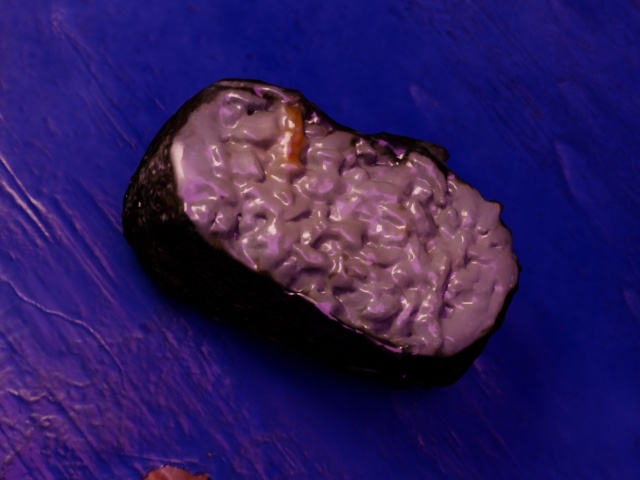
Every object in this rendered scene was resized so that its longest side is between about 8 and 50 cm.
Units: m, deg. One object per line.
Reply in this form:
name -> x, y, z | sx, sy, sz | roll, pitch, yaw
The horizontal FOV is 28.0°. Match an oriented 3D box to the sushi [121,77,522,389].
sushi -> 0.000, 0.000, 1.140 | 0.350, 0.171, 0.211 | 22, 65, -10
